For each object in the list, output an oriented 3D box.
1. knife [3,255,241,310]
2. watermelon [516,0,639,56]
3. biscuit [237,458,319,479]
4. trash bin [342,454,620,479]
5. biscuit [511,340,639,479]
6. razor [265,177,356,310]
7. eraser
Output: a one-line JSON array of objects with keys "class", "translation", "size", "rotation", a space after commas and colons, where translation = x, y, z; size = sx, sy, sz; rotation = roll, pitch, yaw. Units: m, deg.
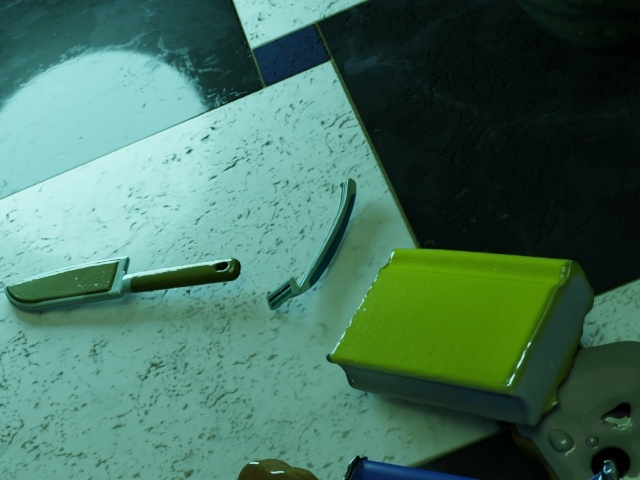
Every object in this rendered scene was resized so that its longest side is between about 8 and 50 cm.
[{"class": "knife", "translation": [-0.251, 0.049, 1.238], "size": [0.343, 0.027, 0.061], "rotation": [-9, 50, 20]}, {"class": "watermelon", "translation": [0.355, -0.360, 1.178], "size": [0.279, 0.278, 0.359], "rotation": [-29, 46, -4]}, {"class": "biscuit", "translation": [0.001, 0.335, 0.757], "size": [0.047, 0.202, 0.333], "rotation": [-6, 52, -44]}, {"class": "trash bin", "translation": [0.127, 0.258, 0.799], "size": [0.235, 0.162, 0.184], "rotation": [7, 57, 38]}, {"class": "biscuit", "translation": [0.276, 0.171, 0.887], "size": [0.181, 0.049, 0.208], "rotation": [-29, 43, -2]}, {"class": "razor", "translation": [0.003, 0.003, 1.167], "size": [0.068, 0.037, 0.191], "rotation": [-38, 17, 54]}, {"class": "eraser", "translation": [0.137, 0.086, 0.977], "size": [0.226, 0.069, 0.158], "rotation": [5, 50, 42]}]
